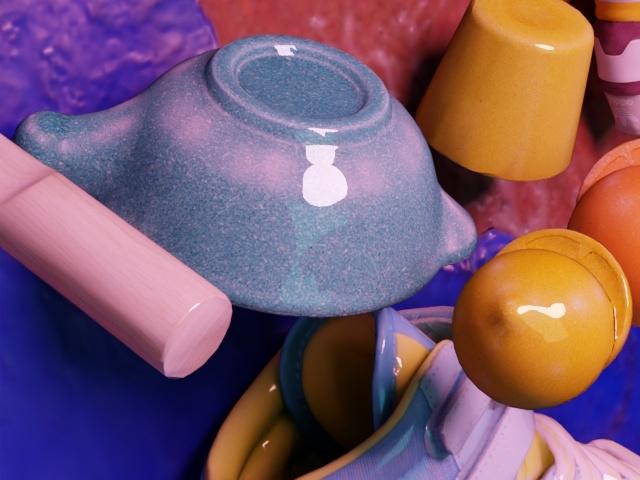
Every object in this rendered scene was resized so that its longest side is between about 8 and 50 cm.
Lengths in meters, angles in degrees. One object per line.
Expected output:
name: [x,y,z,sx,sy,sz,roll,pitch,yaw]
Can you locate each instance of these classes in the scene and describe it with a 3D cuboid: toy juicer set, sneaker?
toy juicer set: [0.000,0.000,0.572,0.329,0.209,0.089,-8,131,-31]
sneaker: [0.204,-0.104,0.775,0.185,0.069,0.084,-15,111,-25]
sneaker: [0.092,0.097,0.677,0.319,0.127,0.208,-22,106,-31]
